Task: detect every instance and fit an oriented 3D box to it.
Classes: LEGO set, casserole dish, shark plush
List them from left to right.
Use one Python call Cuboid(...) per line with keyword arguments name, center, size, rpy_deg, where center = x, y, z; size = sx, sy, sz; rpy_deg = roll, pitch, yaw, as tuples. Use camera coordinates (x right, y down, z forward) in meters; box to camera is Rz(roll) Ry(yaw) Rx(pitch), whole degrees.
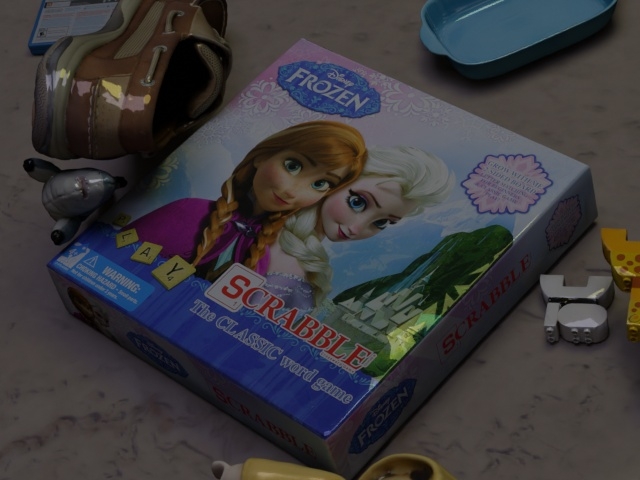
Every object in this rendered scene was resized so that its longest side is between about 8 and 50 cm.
Cuboid(name="shark plush", center=(-0.190, -0.034, 1.429), size=(0.067, 0.161, 0.073), rpy_deg=(-21, 79, 3))
Cuboid(name="casserole dish", center=(0.179, -0.201, 1.536), size=(0.188, 0.037, 0.114), rpy_deg=(-25, 47, -7))
Cuboid(name="LEGO set", center=(0.263, 0.049, 1.250), size=(0.227, 0.087, 0.093), rpy_deg=(2, 49, 18))

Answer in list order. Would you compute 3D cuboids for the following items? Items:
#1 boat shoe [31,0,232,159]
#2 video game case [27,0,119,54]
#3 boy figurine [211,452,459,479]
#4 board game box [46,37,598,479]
Cuboid(name="boat shoe", center=(-0.133, -0.140, 1.470), size=(0.116, 0.123, 0.324), rpy_deg=(10, 28, 14))
Cuboid(name="video game case", center=(-0.215, -0.248, 1.700), size=(0.119, 0.015, 0.166), rpy_deg=(-3, 48, 13))
Cuboid(name="boy figurine", center=(-0.033, 0.218, 1.173), size=(0.285, 0.092, 0.177), rpy_deg=(-12, 44, 9))
Cuboid(name="board game box", center=(0.000, 0.000, 1.378), size=(0.318, 0.066, 0.318), rpy_deg=(27, 60, 34))
